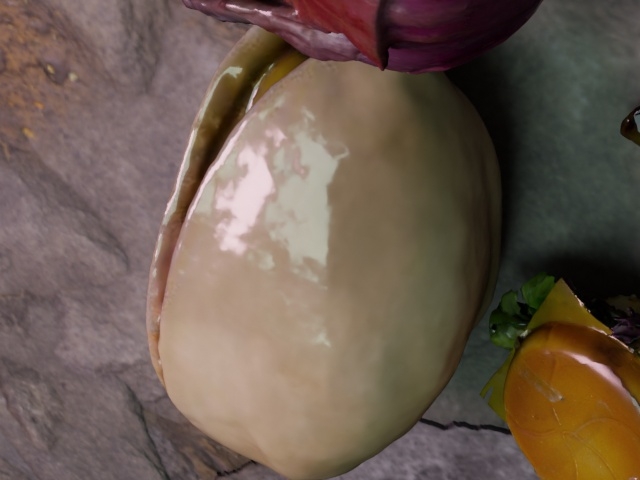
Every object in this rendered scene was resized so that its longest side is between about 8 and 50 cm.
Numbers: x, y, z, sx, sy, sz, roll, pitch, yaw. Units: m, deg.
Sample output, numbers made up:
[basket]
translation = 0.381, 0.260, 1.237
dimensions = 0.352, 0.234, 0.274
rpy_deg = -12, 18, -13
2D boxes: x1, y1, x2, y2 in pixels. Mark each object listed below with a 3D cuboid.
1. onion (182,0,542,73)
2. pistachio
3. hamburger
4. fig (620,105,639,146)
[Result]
[onion]
translation = 0.019, -0.252, 0.717
dimensions = 0.348, 0.285, 0.347
rpy_deg = 56, 175, 8
[pistachio]
translation = 0.000, 0.000, 0.942
dimensions = 0.193, 0.213, 0.318
rpy_deg = -127, 32, -48
[hamburger]
translation = 0.183, 0.097, 0.949
dimensions = 0.190, 0.093, 0.164
rpy_deg = 53, 147, 7
[fig]
translation = 0.257, 0.050, 0.813
dimensions = 0.290, 0.190, 0.190
rpy_deg = 50, 135, -2
